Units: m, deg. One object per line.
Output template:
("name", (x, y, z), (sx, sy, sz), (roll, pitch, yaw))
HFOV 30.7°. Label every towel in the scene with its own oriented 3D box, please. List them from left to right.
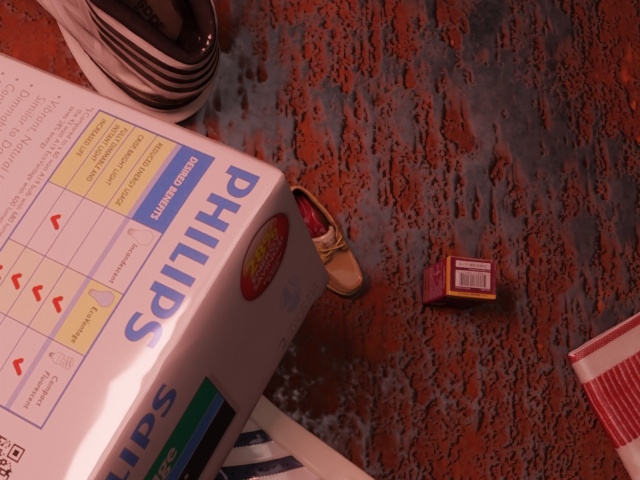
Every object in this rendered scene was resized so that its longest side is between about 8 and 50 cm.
("towel", (0.448, 0.220, 1.322), (0.237, 0.037, 0.329), (-28, 86, -17))

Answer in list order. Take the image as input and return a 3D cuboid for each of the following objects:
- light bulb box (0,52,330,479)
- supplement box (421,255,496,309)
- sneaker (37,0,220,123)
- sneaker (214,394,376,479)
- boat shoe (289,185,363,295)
("light bulb box", (-0.241, 0.068, 0.979), (0.361, 0.225, 0.358), (24, 72, 21))
("supplement box", (0.147, 0.046, 1.243), (0.055, 0.083, 0.043), (5, 77, -15))
("sneaker", (-0.248, -0.323, 1.111), (0.447, 0.257, 0.169), (46, 71, -3))
("sneaker", (-0.089, 0.221, 1.120), (0.350, 0.131, 0.148), (37, 76, -3))
("boat shoe", (0.000, 0.000, 1.230), (0.050, 0.045, 0.135), (-39, 92, -19))
